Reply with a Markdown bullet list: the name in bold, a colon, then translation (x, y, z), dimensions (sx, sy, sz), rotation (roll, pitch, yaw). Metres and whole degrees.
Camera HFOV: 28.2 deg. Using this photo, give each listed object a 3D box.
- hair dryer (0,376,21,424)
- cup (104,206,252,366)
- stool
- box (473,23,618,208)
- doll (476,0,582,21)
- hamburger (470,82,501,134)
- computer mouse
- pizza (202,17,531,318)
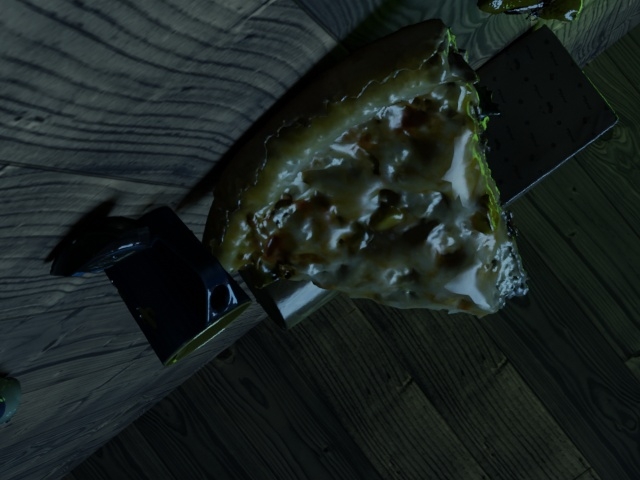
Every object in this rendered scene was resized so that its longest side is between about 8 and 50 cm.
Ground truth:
- **hair dryer**: translation (-0.481, 0.238, 1.713), dimensions (0.199, 0.067, 0.167), rotation (-28, -178, 12)
- **cup**: translation (-0.171, 0.043, 1.503), dimensions (0.131, 0.155, 0.176), rotation (-34, 172, -33)
- **stool**: translation (0.000, 0.000, 2.028), dimensions (0.264, 0.179, 0.179), rotation (-35, 174, -12)
- **box**: translation (0.345, -0.204, 2.316), dimensions (0.297, 0.225, 0.190), rotation (-36, 174, 0)
- **doll**: translation (0.296, -0.330, 1.717), dimensions (0.209, 0.097, 0.137), rotation (-24, 172, -45)
- **hamburger**: translation (0.084, -0.134, 1.633), dimensions (0.309, 0.132, 0.211), rotation (-35, -166, 28)
- **computer mouse**: translation (-0.235, 0.004, 1.346), dimensions (0.135, 0.047, 0.079), rotation (-28, 170, 39)
- **pizza**: translation (0.027, -0.043, 1.526), dimensions (0.392, 0.434, 0.080), rotation (-10, -144, 14)
